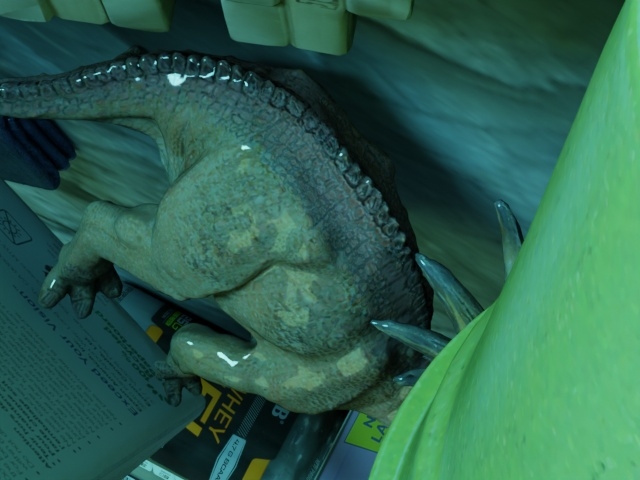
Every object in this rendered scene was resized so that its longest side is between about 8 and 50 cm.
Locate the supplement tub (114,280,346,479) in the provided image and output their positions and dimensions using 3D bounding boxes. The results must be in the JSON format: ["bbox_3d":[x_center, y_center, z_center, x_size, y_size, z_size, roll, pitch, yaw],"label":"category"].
[{"bbox_3d":[-0.071,0.113,1.017,0.190,0.117,0.117,27,159,4],"label":"supplement tub"}]

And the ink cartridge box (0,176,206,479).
[{"bbox_3d":[-0.214,-0.008,0.646,0.324,0.071,0.330,47,-167,5],"label":"ink cartridge box"}]

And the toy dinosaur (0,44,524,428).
[{"bbox_3d":[0.000,0.000,0.662,0.296,0.127,0.200,43,156,-24],"label":"toy dinosaur"}]

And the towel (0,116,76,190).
[{"bbox_3d":[-0.186,-0.062,0.880,0.119,0.029,0.067,15,155,35],"label":"towel"}]

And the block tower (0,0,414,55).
[{"bbox_3d":[-0.136,-0.121,0.447,0.335,0.097,0.091,9,165,6],"label":"block tower"}]

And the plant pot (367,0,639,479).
[{"bbox_3d":[0.147,0.038,0.416,0.276,0.276,0.254,23,147,15],"label":"plant pot"}]

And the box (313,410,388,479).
[{"bbox_3d":[0.073,0.233,0.975,0.117,0.213,0.243,14,154,35],"label":"box"}]
